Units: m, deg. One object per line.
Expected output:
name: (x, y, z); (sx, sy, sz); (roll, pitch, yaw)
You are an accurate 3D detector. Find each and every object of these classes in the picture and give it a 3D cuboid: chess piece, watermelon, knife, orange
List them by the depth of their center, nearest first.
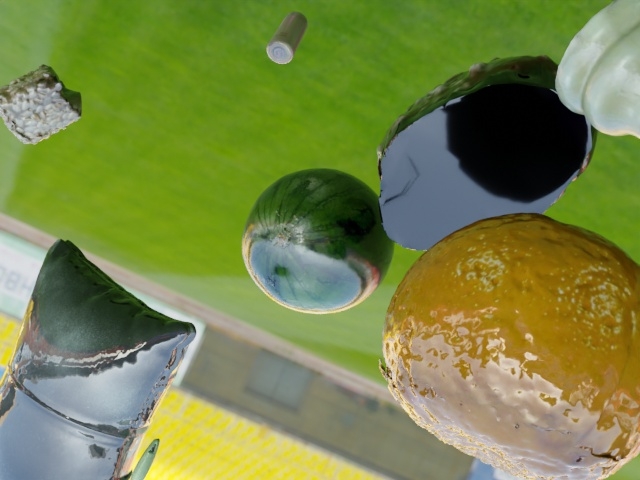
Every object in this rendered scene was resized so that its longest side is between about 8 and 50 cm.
orange: (0.247, 0.117, 1.431); (0.340, 0.293, 0.340); (26, 167, 6)
chess piece: (0.457, -0.141, 1.494); (0.330, 0.182, 0.182); (49, -173, 31)
knife: (-0.282, 0.382, 1.812); (0.030, 0.207, 0.014); (28, 179, 13)
watermelon: (-0.002, 0.001, 1.965); (0.242, 0.242, 0.242); (23, 172, 3)

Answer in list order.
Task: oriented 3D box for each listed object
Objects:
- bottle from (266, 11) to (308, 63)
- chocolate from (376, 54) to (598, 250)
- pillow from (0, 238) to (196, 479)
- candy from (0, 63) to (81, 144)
bottle: (-0.051, -0.326, 1.985); (0.045, 0.096, 0.045); (12, 136, 12)
chocolate: (0.236, -0.147, 1.805); (0.225, 0.340, 0.210); (52, -154, -16)
pillow: (-0.212, 0.145, 1.051); (0.186, 0.250, 0.106); (28, -170, 37)
candy: (-0.385, -0.187, 1.693); (0.095, 0.110, 0.085); (58, 176, -26)
